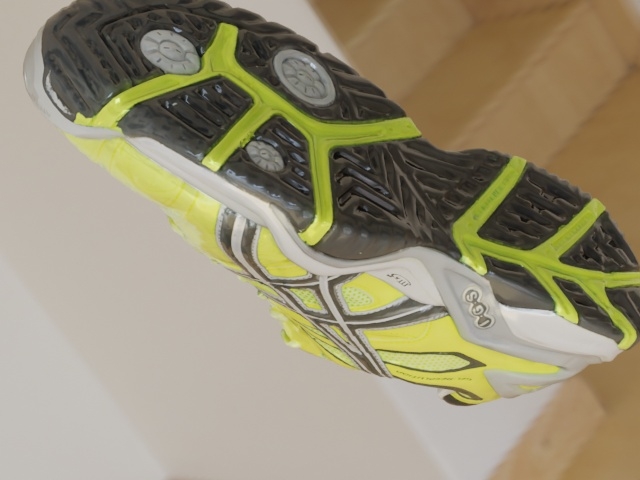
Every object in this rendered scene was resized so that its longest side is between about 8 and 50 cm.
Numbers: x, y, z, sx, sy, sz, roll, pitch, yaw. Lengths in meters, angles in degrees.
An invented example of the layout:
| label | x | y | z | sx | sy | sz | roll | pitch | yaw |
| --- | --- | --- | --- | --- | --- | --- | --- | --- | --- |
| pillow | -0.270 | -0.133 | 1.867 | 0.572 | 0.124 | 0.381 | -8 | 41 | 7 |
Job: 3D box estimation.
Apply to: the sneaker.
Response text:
| label | x | y | z | sx | sy | sz | roll | pitch | yaw |
| --- | --- | --- | --- | --- | --- | --- | --- | --- | --- |
| sneaker | 0.000 | 0.000 | 1.025 | 0.147 | 0.385 | 0.145 | -42 | 32 | 35 |
